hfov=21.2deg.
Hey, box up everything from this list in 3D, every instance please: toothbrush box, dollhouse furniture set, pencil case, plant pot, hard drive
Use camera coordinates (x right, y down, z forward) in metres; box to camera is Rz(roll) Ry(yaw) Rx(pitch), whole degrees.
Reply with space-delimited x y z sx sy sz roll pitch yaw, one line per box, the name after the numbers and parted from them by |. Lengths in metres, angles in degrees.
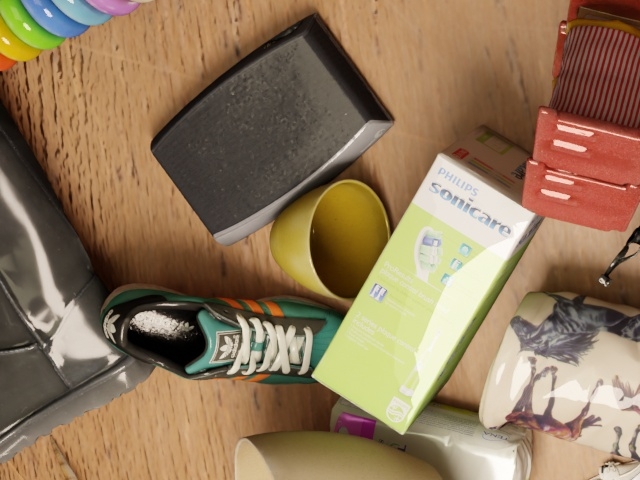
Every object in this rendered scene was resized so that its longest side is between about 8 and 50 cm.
0.131 0.037 1.827 0.122 0.206 0.283 33 110 9 | toothbrush box
0.396 -0.108 1.659 0.374 0.201 0.152 13 144 5 | dollhouse furniture set
0.371 0.170 1.805 0.410 0.160 0.183 13 135 15 | pencil case
0.042 0.323 1.804 0.191 0.284 0.284 -13 100 -15 | plant pot
0.000 0.000 1.913 0.095 0.134 0.134 0 104 45 | plant pot
-0.063 -0.119 1.933 0.254 0.054 0.172 -35 90 21 | hard drive

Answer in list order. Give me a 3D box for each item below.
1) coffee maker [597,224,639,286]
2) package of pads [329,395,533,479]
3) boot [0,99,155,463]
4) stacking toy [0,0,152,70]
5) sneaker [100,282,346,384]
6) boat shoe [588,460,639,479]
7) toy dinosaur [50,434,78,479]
0.418 0.020 1.787 0.178 0.120 0.171 39 120 6 | coffee maker
0.111 0.330 1.955 0.229 0.101 0.297 13 106 15 | package of pads
-0.450 0.040 1.992 0.367 0.146 0.445 -30 109 9 | boot
-0.336 -0.263 1.950 0.330 0.141 0.141 -28 93 25 | stacking toy
-0.096 0.116 1.917 0.302 0.121 0.108 7 100 -9 | sneaker
0.325 0.264 1.910 0.100 0.035 0.035 -36 93 28 | boat shoe
-0.293 0.355 2.108 0.112 0.064 0.211 5 103 17 | toy dinosaur
